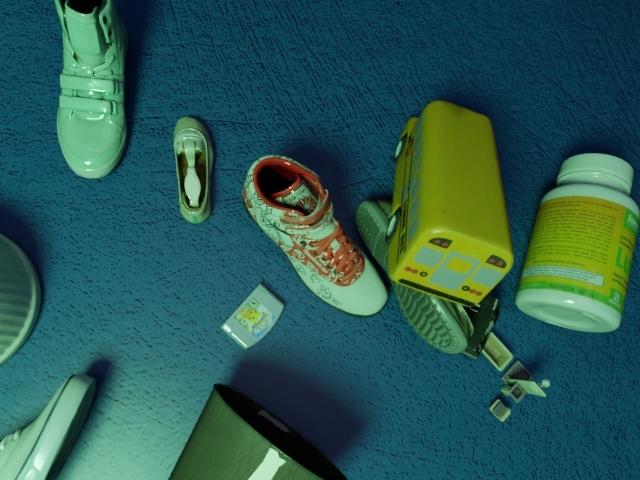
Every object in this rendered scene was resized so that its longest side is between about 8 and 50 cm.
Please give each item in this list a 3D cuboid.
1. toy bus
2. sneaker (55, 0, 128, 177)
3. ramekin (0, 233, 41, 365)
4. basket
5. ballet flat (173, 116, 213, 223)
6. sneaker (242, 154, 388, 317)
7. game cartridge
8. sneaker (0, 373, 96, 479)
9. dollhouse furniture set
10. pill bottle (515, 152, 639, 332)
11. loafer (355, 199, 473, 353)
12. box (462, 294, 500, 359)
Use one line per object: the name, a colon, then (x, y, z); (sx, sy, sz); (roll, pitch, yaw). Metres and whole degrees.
toy bus: (0.162, -0.074, 0.603); (0.108, 0.130, 0.332); (18, 46, -4)
sneaker: (-0.316, -0.221, 0.605); (0.094, 0.151, 0.256); (1, 79, -11)
ramekin: (-0.465, 0.069, 0.539); (0.207, 0.109, 0.207); (2, 77, -9)
basket: (-0.111, 0.321, 0.527); (0.204, 0.154, 0.227); (33, 79, 17)
ballet flat: (-0.181, -0.109, 0.655); (0.057, 0.052, 0.168); (-8, 79, -11)
sneaker: (-0.001, 0.000, 0.614); (0.270, 0.145, 0.090); (45, 75, 2)
game cartridge: (-0.092, 0.109, 0.642); (0.056, 0.017, 0.083); (42, 75, -3)
sneaker: (-0.359, 0.267, 0.521); (0.091, 0.094, 0.258); (28, 76, -7)
dollhouse furniture set: (0.261, 0.187, 0.651); (0.091, 0.081, 0.114); (-41, 87, -15)
pill bottle: (0.391, 0.000, 0.685); (0.136, 0.136, 0.245); (22, 75, -4)
loafer: (0.143, 0.036, 0.642); (0.087, 0.094, 0.251); (-19, 67, -21)
box: (0.215, 0.118, 0.662); (0.062, 0.052, 0.083); (22, 71, 32)
